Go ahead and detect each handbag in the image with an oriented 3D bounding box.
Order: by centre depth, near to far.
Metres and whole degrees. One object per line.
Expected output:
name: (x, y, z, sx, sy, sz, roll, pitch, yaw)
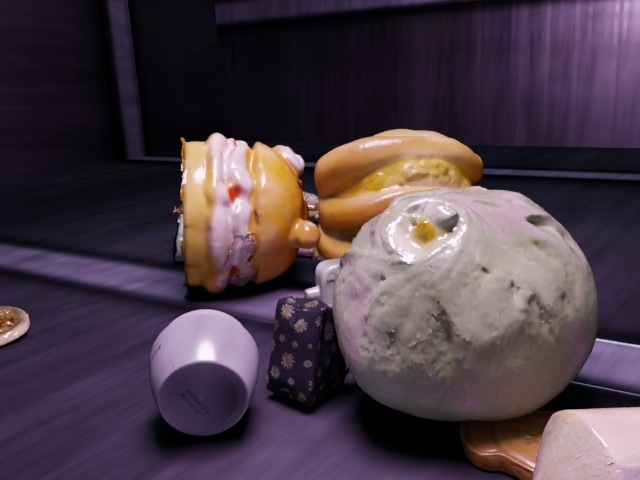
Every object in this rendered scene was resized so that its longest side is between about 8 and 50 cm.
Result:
handbag: (0.006, 0.125, 0.769, 0.072, 0.115, 0.139, 8, 1, 36)

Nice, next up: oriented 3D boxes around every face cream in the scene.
face cream: (-0.123, 0.138, 0.690, 0.117, 0.117, 0.104, -5, 23, -8)

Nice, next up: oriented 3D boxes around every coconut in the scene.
coconut: (0.211, 0.180, 0.466, 0.122, 0.116, 0.116, -1, 14, -8)

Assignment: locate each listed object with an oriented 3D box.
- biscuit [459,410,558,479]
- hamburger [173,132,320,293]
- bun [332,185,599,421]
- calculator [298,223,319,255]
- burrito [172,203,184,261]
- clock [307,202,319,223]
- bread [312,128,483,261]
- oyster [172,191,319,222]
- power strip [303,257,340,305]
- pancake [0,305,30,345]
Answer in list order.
biscuit: (0.203, 0.191, 0.605, 0.139, 0.023, 0.118, -2, 14, 2)
hamburger: (-0.127, -0.046, 1.117, 0.236, 0.277, 0.276, 1, 14, -9)
bun: (0.146, 0.037, 0.665, 0.283, 0.179, 0.283, -2, 47, 2)
calculator: (0.000, 0.000, 1.349, 0.100, 0.032, 0.175, 1, 15, 9)
burrito: (-0.176, -0.015, 1.319, 0.228, 0.144, 0.089, 4, -30, 1)
clock: (0.096, -0.065, 1.366, 0.307, 0.096, 0.235, 3, 14, -18)
bread: (0.146, -0.058, 1.125, 0.315, 0.270, 0.211, -1, 28, -15)
oyster: (-0.144, -0.049, 1.458, 0.354, 0.107, 0.201, -12, -18, -15)
power strip: (0.162, 0.057, 0.989, 0.384, 0.091, 0.062, -7, 13, -12)
pancake: (-0.507, 0.133, 0.965, 0.151, 0.025, 0.152, -4, 15, 1)
